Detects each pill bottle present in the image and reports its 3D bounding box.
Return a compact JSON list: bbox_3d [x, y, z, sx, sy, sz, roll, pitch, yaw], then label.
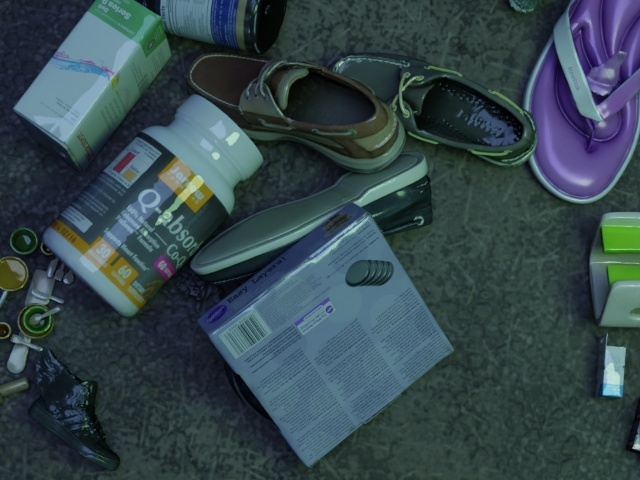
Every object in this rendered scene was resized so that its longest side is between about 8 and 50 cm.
[{"bbox_3d":[-0.166,-0.334,1.783,0.219,0.123,0.122,15,79,15],"label":"pill bottle"},{"bbox_3d":[-0.215,-0.048,1.716,0.162,0.162,0.278,42,81,6],"label":"pill bottle"}]

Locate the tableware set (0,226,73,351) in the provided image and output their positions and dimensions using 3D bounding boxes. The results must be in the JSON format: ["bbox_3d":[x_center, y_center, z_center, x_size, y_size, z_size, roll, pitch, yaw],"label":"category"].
[{"bbox_3d":[-0.389,0.063,1.740,0.104,0.024,0.154,22,72,-9],"label":"tableware set"}]

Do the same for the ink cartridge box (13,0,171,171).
[{"bbox_3d":[-0.300,-0.212,1.748,0.093,0.154,0.212,32,80,5],"label":"ink cartridge box"}]

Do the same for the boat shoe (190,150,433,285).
[{"bbox_3d":[-0.001,-0.001,1.737,0.340,0.127,0.113,-27,114,-13],"label":"boat shoe"}]

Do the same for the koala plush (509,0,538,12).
[{"bbox_3d":[0.305,-0.435,1.795,0.203,0.196,0.221,10,75,-10],"label":"koala plush"}]

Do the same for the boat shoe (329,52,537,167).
[{"bbox_3d":[0.148,-0.187,1.774,0.305,0.091,0.109,22,88,11],"label":"boat shoe"}]

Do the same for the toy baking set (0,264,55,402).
[{"bbox_3d":[-0.468,0.132,1.740,0.256,0.030,0.196,-14,80,-4],"label":"toy baking set"}]

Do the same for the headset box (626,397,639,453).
[{"bbox_3d":[0.446,0.255,1.738,0.062,0.032,0.083,19,78,2],"label":"headset box"}]

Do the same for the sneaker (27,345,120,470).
[{"bbox_3d":[-0.315,0.220,1.716,0.170,0.051,0.089,34,85,8],"label":"sneaker"}]

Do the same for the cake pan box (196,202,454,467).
[{"bbox_3d":[0.008,0.125,1.675,0.267,0.070,0.245,-39,115,-7],"label":"cake pan box"}]

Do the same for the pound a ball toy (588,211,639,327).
[{"bbox_3d":[0.524,0.021,1.754,0.319,0.135,0.208,1,53,-1],"label":"pound a ball toy"}]

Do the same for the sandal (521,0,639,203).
[{"bbox_3d":[0.385,-0.257,1.800,0.169,0.102,0.416,17,81,4],"label":"sandal"}]

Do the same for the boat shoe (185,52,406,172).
[{"bbox_3d":[-0.039,-0.195,1.741,0.324,0.116,0.123,18,71,21],"label":"boat shoe"}]

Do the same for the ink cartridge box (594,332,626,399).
[{"bbox_3d":[0.386,0.168,1.745,0.028,0.048,0.083,7,79,0],"label":"ink cartridge box"}]
